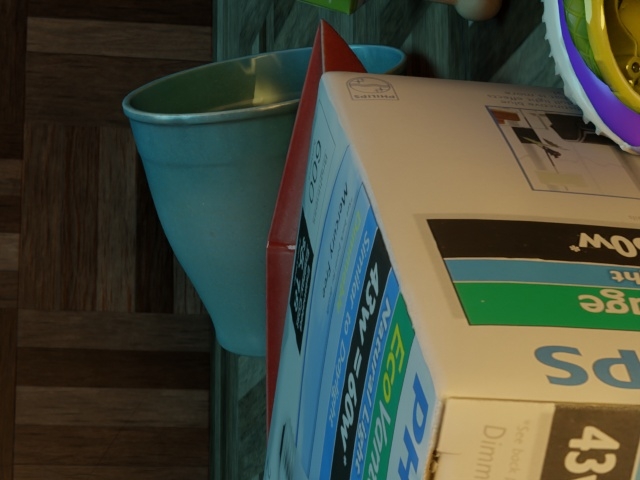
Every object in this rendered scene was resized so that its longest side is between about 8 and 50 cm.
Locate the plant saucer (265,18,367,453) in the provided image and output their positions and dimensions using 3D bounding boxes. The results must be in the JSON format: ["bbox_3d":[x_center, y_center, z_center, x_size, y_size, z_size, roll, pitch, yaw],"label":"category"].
[{"bbox_3d":[0.000,0.000,1.430,0.259,0.047,0.258,-93,14,-48],"label":"plant saucer"}]

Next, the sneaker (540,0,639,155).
[{"bbox_3d":[0.188,-0.194,0.959,0.146,0.102,0.293,134,137,-73],"label":"sneaker"}]

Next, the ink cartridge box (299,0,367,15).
[{"bbox_3d":[0.052,-0.358,1.769,0.255,0.097,0.189,-44,-32,-53],"label":"ink cartridge box"}]

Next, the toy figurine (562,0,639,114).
[{"bbox_3d":[0.122,-0.238,0.856,0.217,0.191,0.363,5,93,45],"label":"toy figurine"}]

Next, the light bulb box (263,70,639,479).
[{"bbox_3d":[0.109,0.141,0.983,0.361,0.225,0.358,-107,22,-62],"label":"light bulb box"}]

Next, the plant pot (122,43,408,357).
[{"bbox_3d":[-0.033,-0.034,1.720,0.271,0.271,0.255,-124,24,-72],"label":"plant pot"}]

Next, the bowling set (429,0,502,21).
[{"bbox_3d":[0.117,-0.298,1.342,0.287,0.154,0.200,149,141,-79],"label":"bowling set"}]
